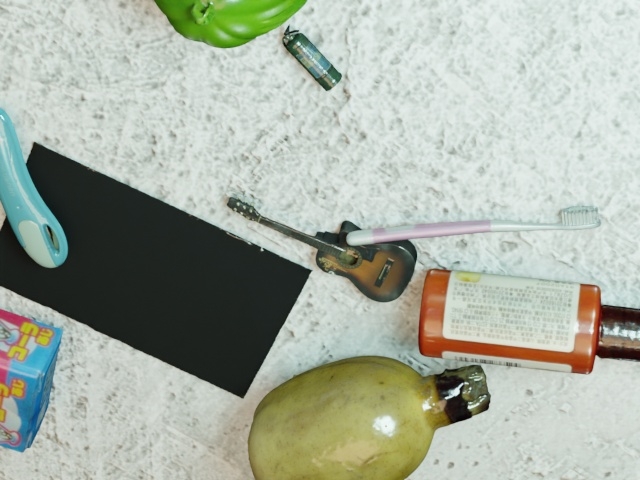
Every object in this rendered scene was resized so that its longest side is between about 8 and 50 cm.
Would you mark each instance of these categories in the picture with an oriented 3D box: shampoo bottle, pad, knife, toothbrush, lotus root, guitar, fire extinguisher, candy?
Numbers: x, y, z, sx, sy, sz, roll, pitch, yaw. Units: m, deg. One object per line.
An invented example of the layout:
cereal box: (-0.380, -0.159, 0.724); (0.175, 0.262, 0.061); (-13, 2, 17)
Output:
shampoo bottle: (0.255, 0.096, 1.717); (0.278, 0.104, 0.104); (6, 128, 10)
pad: (-0.217, 0.043, 1.856); (0.367, 0.007, 0.248); (25, 129, -5)
knife: (-0.353, -0.063, 1.785); (0.064, 0.031, 0.222); (-4, 122, 22)
toothbrush: (0.170, -0.016, 1.693); (0.286, 0.020, 0.025); (-5, 117, 10)
lotus root: (-0.099, -0.256, 1.492); (0.186, 0.186, 0.186); (7, 128, 9)
lotus root: (0.057, 0.220, 1.814); (0.310, 0.183, 0.183); (-20, 120, 23)
guitar: (0.000, 0.000, 1.756); (0.233, 0.025, 0.088); (23, 128, -4)
fire extinguisher: (-0.015, -0.196, 1.609); (0.083, 0.025, 0.038); (46, 147, -21)
candy: (-0.498, 0.148, 1.947); (0.306, 0.100, 0.157); (17, 130, -1)
